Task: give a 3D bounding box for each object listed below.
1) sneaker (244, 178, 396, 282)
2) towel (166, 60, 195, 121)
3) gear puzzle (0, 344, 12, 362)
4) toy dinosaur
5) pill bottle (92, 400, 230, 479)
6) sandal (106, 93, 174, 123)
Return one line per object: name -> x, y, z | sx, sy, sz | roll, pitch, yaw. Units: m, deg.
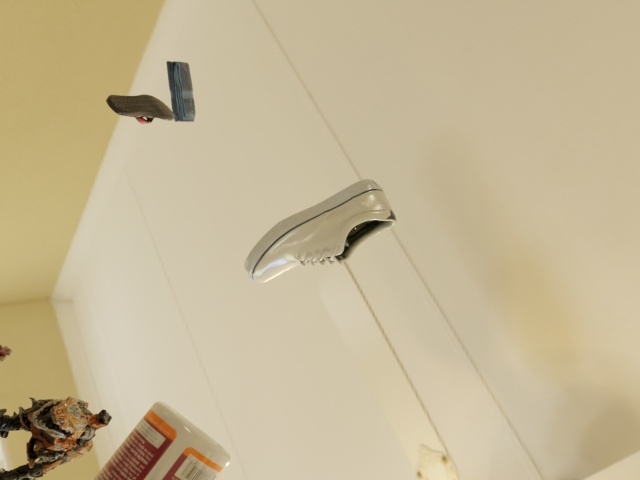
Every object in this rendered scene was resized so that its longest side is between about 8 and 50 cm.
sneaker -> 0.000, 0.000, 1.060 | 0.258, 0.094, 0.091 | -33, -122, 2
towel -> -0.272, -0.294, 1.320 | 0.029, 0.067, 0.119 | -4, -81, 18
gear puzzle -> -0.796, 0.269, 1.427 | 0.339, 0.176, 0.044 | -143, -128, -80
toy dinosaur -> -0.485, 0.363, 1.206 | 0.321, 0.219, 0.164 | 96, -26, -44
pill bottle -> -0.401, 0.577, 1.480 | 0.224, 0.224, 0.392 | 19, -115, 48
sandal -> -0.376, -0.269, 1.384 | 0.067, 0.179, 0.040 | 50, -63, 16
